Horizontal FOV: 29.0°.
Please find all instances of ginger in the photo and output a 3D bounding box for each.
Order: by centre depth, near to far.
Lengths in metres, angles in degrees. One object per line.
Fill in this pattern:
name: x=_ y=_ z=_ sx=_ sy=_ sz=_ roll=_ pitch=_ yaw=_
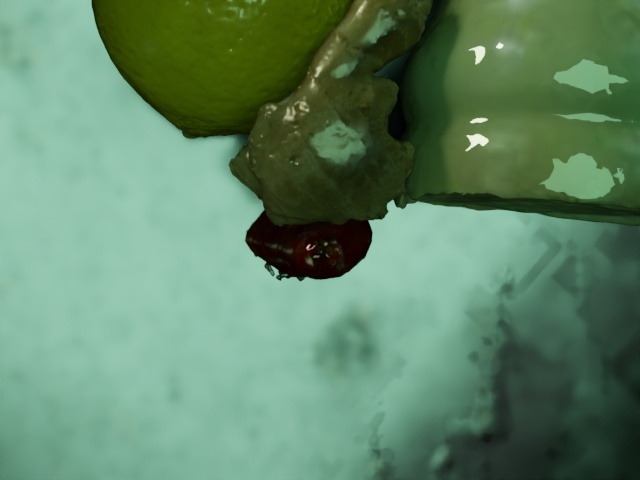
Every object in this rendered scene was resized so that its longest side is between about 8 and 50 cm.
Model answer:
ginger: x=0.023 y=-0.074 z=0.724 sx=0.096 sy=0.067 sz=0.165 roll=36 pitch=94 yaw=7

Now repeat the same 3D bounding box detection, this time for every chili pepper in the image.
chili pepper: x=-0.005 y=-0.001 z=0.811 sx=0.088 sy=0.169 sz=0.065 roll=-22 pitch=95 yaw=-2

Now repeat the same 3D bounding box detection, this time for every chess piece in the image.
chess piece: x=0.172 y=-0.232 z=0.789 sx=0.234 sy=0.234 sz=0.442 roll=5 pitch=91 yaw=-6

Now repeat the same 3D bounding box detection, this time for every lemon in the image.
lemon: x=-0.058 y=-0.161 z=0.791 sx=0.178 sy=0.178 sz=0.203 roll=15 pitch=108 yaw=-7
